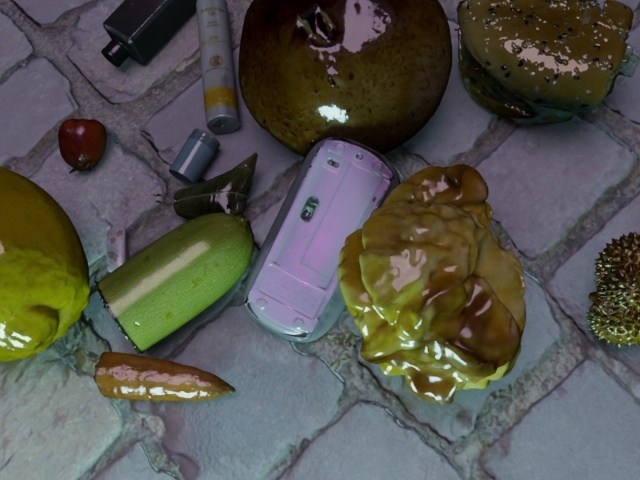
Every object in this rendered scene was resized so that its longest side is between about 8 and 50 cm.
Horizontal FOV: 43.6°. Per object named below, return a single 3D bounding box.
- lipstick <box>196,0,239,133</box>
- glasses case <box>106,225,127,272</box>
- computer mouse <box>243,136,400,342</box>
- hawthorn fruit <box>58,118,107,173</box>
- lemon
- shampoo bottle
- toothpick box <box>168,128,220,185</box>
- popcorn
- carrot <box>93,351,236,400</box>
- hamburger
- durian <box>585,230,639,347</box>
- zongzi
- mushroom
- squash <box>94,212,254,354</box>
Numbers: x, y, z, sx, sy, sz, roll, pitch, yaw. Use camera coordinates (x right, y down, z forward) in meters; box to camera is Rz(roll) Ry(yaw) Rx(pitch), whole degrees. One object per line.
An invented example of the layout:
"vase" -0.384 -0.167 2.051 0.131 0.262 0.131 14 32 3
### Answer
"lipstick" -0.180 -0.311 1.390 0.059 0.059 0.263 -11 66 5
"glasses case" -0.330 0.015 1.296 0.032 0.021 0.083 -9 66 8
"computer mouse" 0.000 0.000 1.188 0.158 0.072 0.310 28 98 8
"hawthorn fruit" -0.405 -0.160 1.359 0.081 0.081 0.093 3 97 11
"lemon" -0.494 0.028 1.184 0.316 0.285 0.285 38 77 -2
"shampoo bottle" -0.297 -0.412 1.440 0.080 0.079 0.246 34 76 22
"toothpick box" -0.208 -0.137 1.324 0.052 0.052 0.083 25 75 18
"popcorn" 0.143 0.049 1.073 0.225 0.265 0.332 -17 63 51
"carrot" -0.224 0.208 1.174 0.205 0.072 0.072 7 69 9
"hamburger" 0.334 -0.273 1.228 0.288 0.167 0.192 11 67 13
"durian" 0.444 0.064 1.091 0.168 0.137 0.158 -8 87 15
"zongzi" -0.186 -0.094 1.292 0.154 0.062 0.130 12 80 15
"mushroom" 0.027 -0.297 1.283 0.331 0.356 0.334 -15 103 0
"squash" -0.203 0.050 1.203 0.247 0.132 0.132 -34 66 -7
